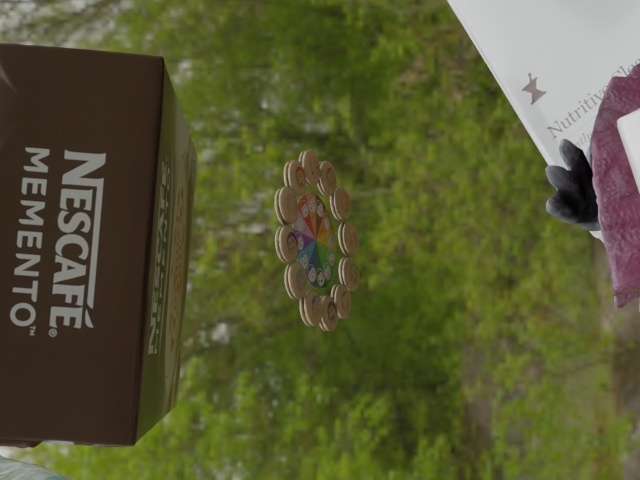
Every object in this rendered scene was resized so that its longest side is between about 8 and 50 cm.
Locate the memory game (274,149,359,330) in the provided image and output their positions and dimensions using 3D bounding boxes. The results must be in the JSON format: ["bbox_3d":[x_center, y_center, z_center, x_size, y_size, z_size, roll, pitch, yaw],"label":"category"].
[{"bbox_3d":[0.000,0.000,1.300,0.186,0.012,0.186,28,-122,-60],"label":"memory game"}]

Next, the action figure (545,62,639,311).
[{"bbox_3d":[0.320,-0.010,0.678,0.248,0.370,0.276,-67,-34,-36],"label":"action figure"}]

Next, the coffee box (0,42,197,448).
[{"bbox_3d":[-0.111,0.010,0.555,0.246,0.098,0.141,128,146,-86],"label":"coffee box"}]

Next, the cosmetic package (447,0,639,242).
[{"bbox_3d":[0.220,-0.211,0.969,0.156,0.217,0.385,0,-126,-53],"label":"cosmetic package"}]

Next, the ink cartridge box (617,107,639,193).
[{"bbox_3d":[0.215,0.046,0.478,0.158,0.092,0.218,14,-124,-44],"label":"ink cartridge box"}]

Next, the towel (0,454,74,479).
[{"bbox_3d":[-0.306,0.195,0.914,0.374,0.320,0.090,19,-96,-41],"label":"towel"}]
